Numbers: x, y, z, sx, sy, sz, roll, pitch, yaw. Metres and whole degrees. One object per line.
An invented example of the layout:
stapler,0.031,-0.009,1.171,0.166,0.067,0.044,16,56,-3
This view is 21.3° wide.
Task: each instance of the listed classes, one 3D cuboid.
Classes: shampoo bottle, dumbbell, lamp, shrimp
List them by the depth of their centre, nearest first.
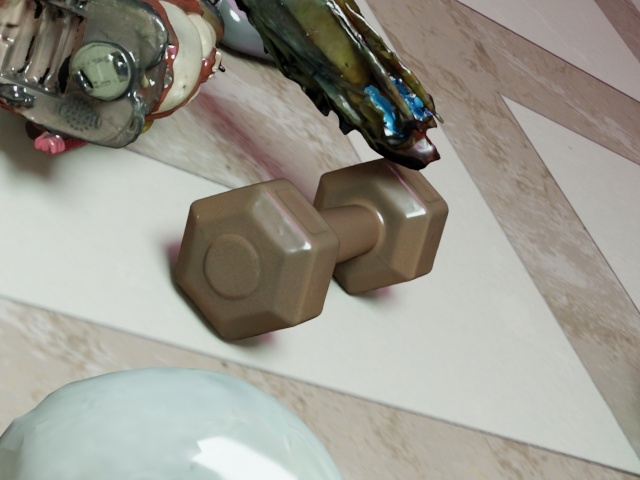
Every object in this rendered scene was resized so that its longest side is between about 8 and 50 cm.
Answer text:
lamp,-0.115,-0.114,0.982,0.118,0.118,0.253,44,10,-1
dumbbell,0.000,0.000,1.017,0.092,0.082,0.231,48,24,12
shrimp,-0.041,-0.138,1.085,0.290,0.222,0.054,47,67,3
shampoo bottle,-0.060,-0.168,1.254,0.165,0.040,0.080,8,44,-54

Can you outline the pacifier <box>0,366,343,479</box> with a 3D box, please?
pacifier,-0.127,0.133,0.430,0.220,0.273,0.332,17,28,-8
